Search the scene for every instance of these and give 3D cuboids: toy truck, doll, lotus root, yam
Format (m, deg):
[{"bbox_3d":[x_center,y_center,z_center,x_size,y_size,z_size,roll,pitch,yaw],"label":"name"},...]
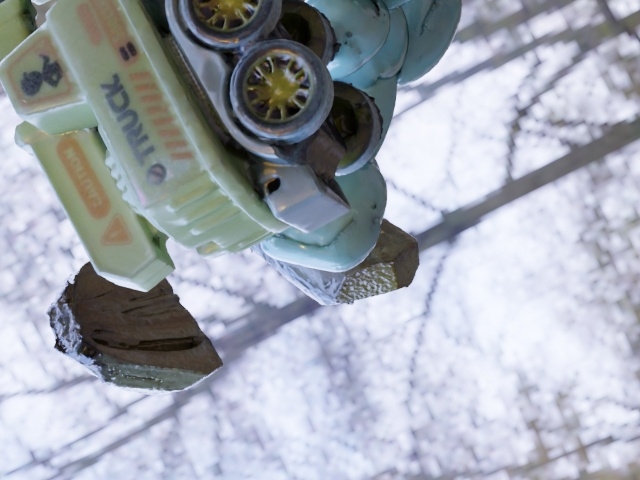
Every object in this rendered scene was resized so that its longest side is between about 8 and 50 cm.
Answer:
[{"bbox_3d":[-0.059,-0.068,0.593,0.169,0.100,0.077,60,-171,12],"label":"toy truck"},{"bbox_3d":[0.013,-0.063,0.806,0.159,0.059,0.158,83,-156,-60],"label":"doll"},{"bbox_3d":[-0.178,0.077,1.669,0.144,0.070,0.143,-2,-125,-50],"label":"lotus root"},{"bbox_3d":[0.000,0.000,1.204,0.146,0.069,0.070,37,-166,36],"label":"yam"}]
